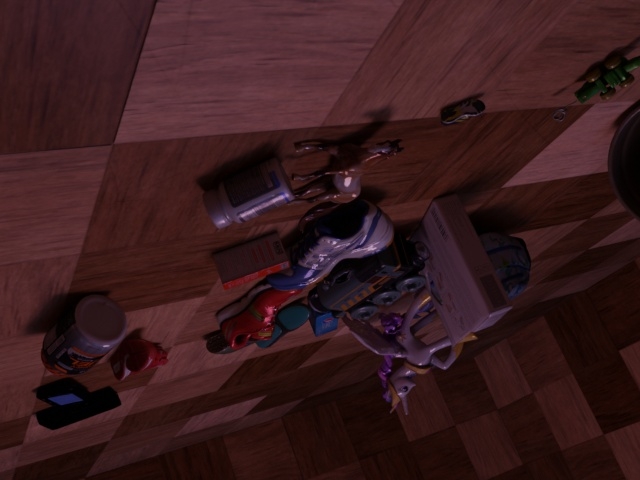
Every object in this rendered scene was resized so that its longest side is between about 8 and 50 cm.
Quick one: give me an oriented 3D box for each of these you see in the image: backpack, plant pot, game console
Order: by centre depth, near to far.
[{"bbox_3d":[0.858,-0.200,1.655,0.280,0.323,0.323,-26,168,-43],"label":"plant pot"},{"bbox_3d":[0.414,0.091,1.983,0.290,0.273,0.355,-25,153,17],"label":"backpack"},{"bbox_3d":[-0.687,0.445,2.018,0.213,0.043,0.361,-19,160,-9],"label":"game console"}]

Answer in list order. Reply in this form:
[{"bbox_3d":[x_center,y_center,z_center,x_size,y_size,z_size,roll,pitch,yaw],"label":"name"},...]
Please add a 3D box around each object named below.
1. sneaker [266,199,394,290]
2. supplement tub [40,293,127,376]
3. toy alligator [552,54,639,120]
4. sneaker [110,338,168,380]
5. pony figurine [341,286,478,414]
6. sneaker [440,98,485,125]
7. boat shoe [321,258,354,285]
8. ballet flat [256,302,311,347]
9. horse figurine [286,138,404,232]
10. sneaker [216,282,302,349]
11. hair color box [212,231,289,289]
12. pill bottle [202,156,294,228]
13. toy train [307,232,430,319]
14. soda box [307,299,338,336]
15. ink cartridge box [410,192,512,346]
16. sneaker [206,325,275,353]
[{"bbox_3d":[0.000,0.000,1.539,0.297,0.111,0.131,-28,142,12],"label":"sneaker"},{"bbox_3d":[-0.480,0.197,1.482,0.117,0.116,0.190,-1,152,-45],"label":"supplement tub"},{"bbox_3d":[0.514,-0.290,1.371,0.190,0.056,0.051,-35,-163,32],"label":"toy alligator"},{"bbox_3d":[-0.427,0.277,1.829,0.128,0.087,0.221,-17,174,-40],"label":"sneaker"},{"bbox_3d":[0.263,0.322,2.348,0.363,0.351,0.303,-44,161,5],"label":"pony figurine"},{"bbox_3d":[0.247,-0.224,1.294,0.083,0.031,0.035,-16,173,-4],"label":"sneaker"},{"bbox_3d":[0.012,0.078,1.742,0.065,0.083,0.183,-8,156,-33],"label":"boat shoe"},{"bbox_3d":[-0.101,0.227,2.049,0.203,0.074,0.074,-38,156,23],"label":"ballet flat"},{"bbox_3d":[0.022,-0.108,1.302,0.175,0.066,0.263,-9,155,-18],"label":"horse figurine"},{"bbox_3d":[-0.134,0.182,1.806,0.279,0.118,0.107,-35,157,33],"label":"sneaker"},{"bbox_3d":[-0.141,0.042,1.504,0.141,0.071,0.043,-19,159,-7],"label":"hair color box"},{"bbox_3d":[-0.119,-0.076,1.214,0.137,0.078,0.078,-24,160,5],"label":"pill bottle"},{"bbox_3d":[0.113,0.091,1.829,0.190,0.142,0.334,12,145,-38],"label":"toy train"},{"bbox_3d":[0.008,0.209,2.101,0.071,0.067,0.210,-20,161,-8],"label":"soda box"},{"bbox_3d":[0.319,0.075,1.745,0.066,0.296,0.261,-17,160,-15],"label":"ink cartridge box"},{"bbox_3d":[-0.219,0.263,2.024,0.192,0.064,0.086,-19,168,-9],"label":"sneaker"}]
